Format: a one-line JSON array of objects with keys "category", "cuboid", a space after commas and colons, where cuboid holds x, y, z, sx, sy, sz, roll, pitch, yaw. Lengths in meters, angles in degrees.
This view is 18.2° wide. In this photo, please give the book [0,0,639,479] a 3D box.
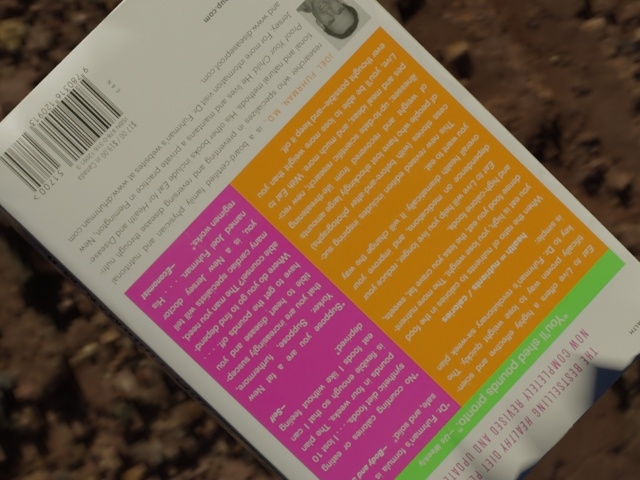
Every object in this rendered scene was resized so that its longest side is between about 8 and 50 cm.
[{"category": "book", "cuboid": [0.000, 0.000, 0.471, 0.144, 0.035, 0.096, 45, 80, -6]}]
